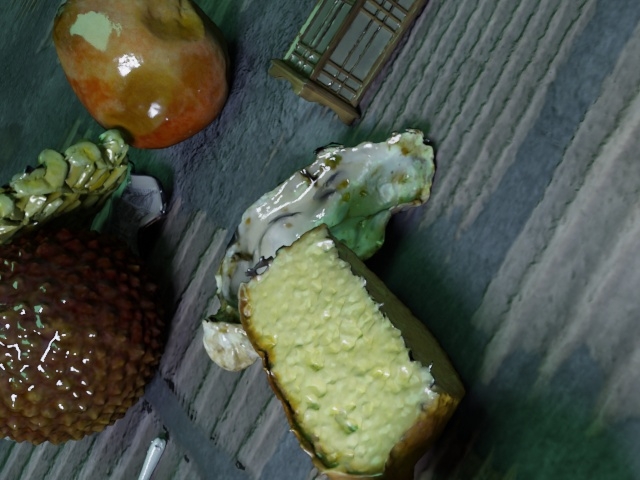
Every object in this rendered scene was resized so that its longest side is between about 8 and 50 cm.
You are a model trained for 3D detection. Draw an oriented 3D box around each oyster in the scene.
[{"bbox_3d":[0.003,0.006,0.928,0.294,0.094,0.166,-33,43,10],"label":"oyster"}]

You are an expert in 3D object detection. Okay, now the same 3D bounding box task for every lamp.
[{"bbox_3d":[0.074,-0.290,0.995,0.325,0.090,0.089,-56,39,9],"label":"lamp"}]

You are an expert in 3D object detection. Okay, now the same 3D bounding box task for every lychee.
[{"bbox_3d":[-0.321,0.107,1.084,0.267,0.267,0.267,-24,54,38],"label":"lychee"}]

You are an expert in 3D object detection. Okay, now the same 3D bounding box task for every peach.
[{"bbox_3d":[-0.238,-0.242,1.203,0.214,0.235,0.214,-27,44,29],"label":"peach"}]

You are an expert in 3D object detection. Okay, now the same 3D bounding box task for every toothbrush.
[{"bbox_3d":[-0.227,0.321,1.063,0.022,0.017,0.204,22,88,61],"label":"toothbrush"}]

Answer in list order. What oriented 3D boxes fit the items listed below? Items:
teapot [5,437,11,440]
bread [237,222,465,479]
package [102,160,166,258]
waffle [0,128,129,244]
[{"bbox_3d":[-0.453,0.166,1.283,0.221,0.163,0.178,-53,45,15],"label":"teapot"},{"bbox_3d":[0.036,0.110,0.794,0.129,0.134,0.260,-44,46,9],"label":"bread"},{"bbox_3d":[-0.277,0.006,1.272,0.166,0.040,0.231,19,93,53],"label":"package"},{"bbox_3d":[-0.380,-0.025,1.176,0.073,0.317,0.297,60,144,6],"label":"waffle"}]
